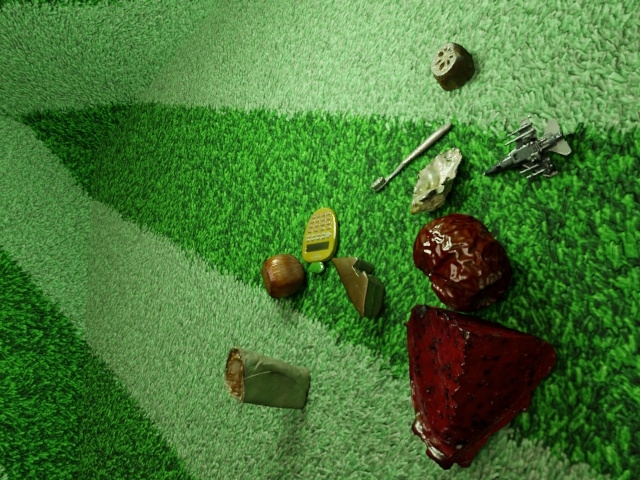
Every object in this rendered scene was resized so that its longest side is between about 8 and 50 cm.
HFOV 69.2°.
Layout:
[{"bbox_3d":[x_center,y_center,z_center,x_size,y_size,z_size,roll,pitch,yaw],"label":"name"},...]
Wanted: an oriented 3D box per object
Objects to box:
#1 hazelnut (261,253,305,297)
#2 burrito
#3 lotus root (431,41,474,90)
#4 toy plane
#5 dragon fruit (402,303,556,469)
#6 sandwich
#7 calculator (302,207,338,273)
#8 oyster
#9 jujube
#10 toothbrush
[{"bbox_3d":[-0.126,0.119,1.571,0.150,0.150,0.150,-17,63,38],"label":"hazelnut"},{"bbox_3d":[-0.162,0.411,1.367,0.105,0.299,0.143,19,82,50],"label":"burrito"},{"bbox_3d":[0.383,-0.513,1.370,0.112,0.081,0.122,-29,56,41],"label":"lotus root"},{"bbox_3d":[0.500,-0.212,1.141,0.234,0.082,0.160,-27,84,34],"label":"toy plane"},{"bbox_3d":[0.338,0.328,1.073,0.286,0.228,0.329,-164,80,-71],"label":"dragon fruit"},{"bbox_3d":[0.120,0.115,1.360,0.088,0.090,0.244,-50,45,23],"label":"sandwich"},{"bbox_3d":[0.000,0.000,1.556,0.146,0.032,0.234,-10,66,41],"label":"calculator"},{"bbox_3d":[0.333,-0.164,1.292,0.133,0.072,0.209,-6,50,48],"label":"oyster"},{"bbox_3d":[0.334,0.044,1.101,0.213,0.213,0.232,-49,44,18],"label":"jujube"},{"bbox_3d":[0.270,-0.252,1.402,0.307,0.030,0.025,-41,45,24],"label":"toothbrush"}]
